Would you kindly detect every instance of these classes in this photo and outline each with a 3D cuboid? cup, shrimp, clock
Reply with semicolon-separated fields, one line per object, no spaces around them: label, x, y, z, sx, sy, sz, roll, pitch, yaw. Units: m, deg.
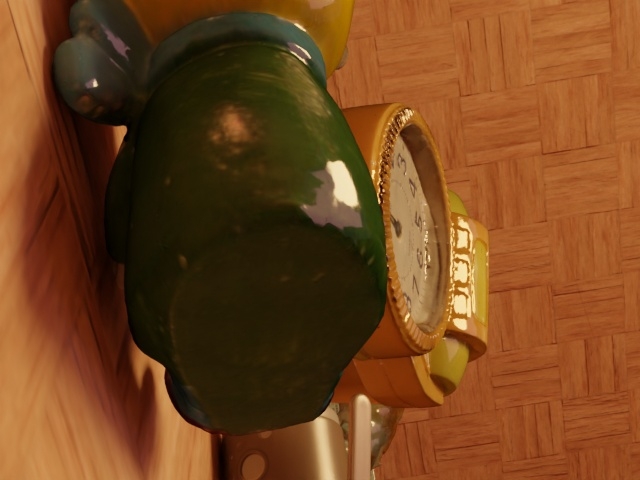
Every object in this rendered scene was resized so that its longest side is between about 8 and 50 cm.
cup;-0.014;0.135;0.600;0.102;0.074;0.099;112;-27;-53
shrimp;0.045;0.140;1.284;0.185;0.068;0.287;-35;125;-46
clock;0.041;0.014;1.032;0.317;0.200;0.244;51;36;-60

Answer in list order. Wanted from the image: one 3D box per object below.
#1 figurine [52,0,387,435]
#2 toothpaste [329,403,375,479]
figurine;-0.036;-0.053;0.461;0.185;0.127;0.234;86;-12;-54
toothpaste;0.040;0.289;1.479;0.081;0.067;0.336;77;5;-65
